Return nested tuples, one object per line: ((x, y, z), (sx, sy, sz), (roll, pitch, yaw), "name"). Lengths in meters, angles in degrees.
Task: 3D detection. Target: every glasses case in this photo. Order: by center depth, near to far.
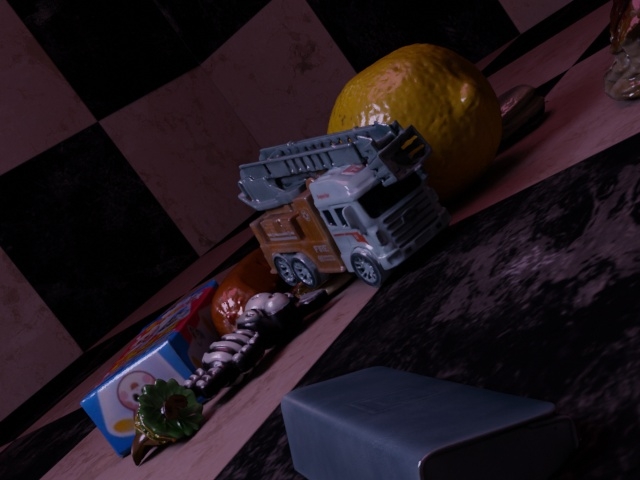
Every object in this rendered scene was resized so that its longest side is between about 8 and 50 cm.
((0.044, 0.120, 0.546), (0.105, 0.056, 0.266), (-39, 8, -16), "glasses case")

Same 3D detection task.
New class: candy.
((-0.211, 0.170, 1.221), (0.157, 0.100, 0.306), (-34, 9, 11), "candy")

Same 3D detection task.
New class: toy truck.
((0.022, -0.049, 1.094), (0.133, 0.184, 0.338), (-38, 16, -27), "toy truck")

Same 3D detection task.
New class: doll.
((-0.199, 0.209, 1.006), (0.113, 0.076, 0.078), (-31, 18, 41), "doll")
((-0.083, 0.120, 1.074), (0.219, 0.067, 0.091), (-40, 15, -36), "doll")

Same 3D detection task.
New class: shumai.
((0.405, -0.259, 1.029), (0.201, 0.120, 0.201), (-38, 8, 7), "shumai")

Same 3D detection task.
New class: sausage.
((-0.098, 0.071, 1.307), (0.097, 0.094, 0.348), (-57, 3, 13), "sausage")

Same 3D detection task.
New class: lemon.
((0.136, -0.156, 1.193), (0.253, 0.228, 0.228), (-27, 12, 37), "lemon")

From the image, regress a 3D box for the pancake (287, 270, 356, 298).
((0.000, 0.060, 1.212), (0.158, 0.028, 0.158), (-35, 11, 8), "pancake")

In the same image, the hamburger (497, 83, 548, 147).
((0.289, -0.189, 1.333), (0.133, 0.062, 0.140), (-37, 9, 20), "hamburger")
